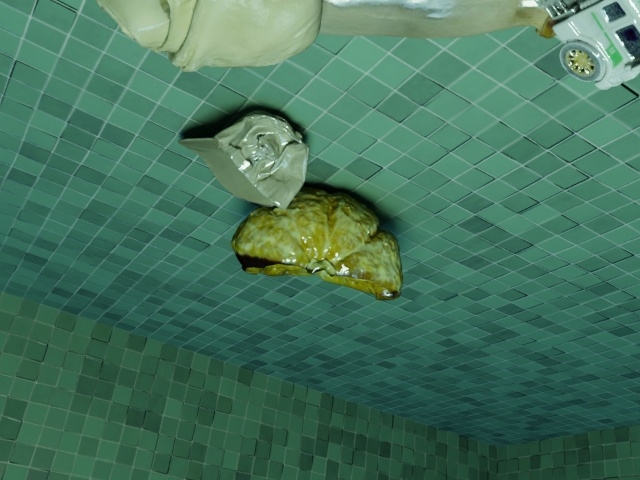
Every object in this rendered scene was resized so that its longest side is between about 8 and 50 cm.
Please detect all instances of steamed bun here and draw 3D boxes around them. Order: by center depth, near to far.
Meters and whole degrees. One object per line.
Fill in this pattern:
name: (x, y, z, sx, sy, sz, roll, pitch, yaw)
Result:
steamed bun: (-0.152, -0.335, 0.741, 0.310, 0.219, 0.324, 48, 160, 14)

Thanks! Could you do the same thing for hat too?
hat: (-0.144, -0.176, 1.292, 0.244, 0.149, 0.214, 32, 169, 47)

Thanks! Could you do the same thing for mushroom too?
mushroom: (0.129, -0.333, 0.870, 0.407, 0.138, 0.154, 0, 165, 10)

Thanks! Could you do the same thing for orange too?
orange: (0.000, 0.000, 1.416, 0.368, 0.210, 0.271, 10, 168, -4)

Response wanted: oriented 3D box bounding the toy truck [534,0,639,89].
toy truck: (0.270, -0.340, 0.699, 0.367, 0.146, 0.175, 46, 168, -15)
